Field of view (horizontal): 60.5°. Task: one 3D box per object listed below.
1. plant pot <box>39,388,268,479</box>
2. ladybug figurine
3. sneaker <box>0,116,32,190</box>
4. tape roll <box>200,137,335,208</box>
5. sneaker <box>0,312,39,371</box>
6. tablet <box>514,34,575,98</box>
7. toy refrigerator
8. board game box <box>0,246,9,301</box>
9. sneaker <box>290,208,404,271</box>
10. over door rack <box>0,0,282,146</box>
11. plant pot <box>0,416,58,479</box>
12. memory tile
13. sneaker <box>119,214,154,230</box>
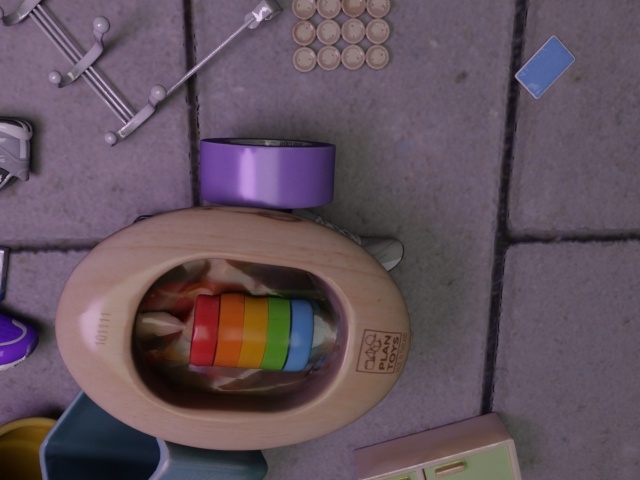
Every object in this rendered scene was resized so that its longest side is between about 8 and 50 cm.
[{"bbox_3d":[-0.233,0.335,0.840,0.252,0.247,0.247,29,102,-44],"label":"plant pot"},{"bbox_3d":[-0.095,0.108,0.722,0.450,0.162,0.305,11,92,-16],"label":"ladybug figurine"},{"bbox_3d":[-0.540,-0.116,0.797,0.229,0.086,0.132,2,106,-5],"label":"sneaker"},{"bbox_3d":[-0.073,-0.099,0.772,0.189,0.189,0.080,2,104,-4],"label":"tape roll"},{"bbox_3d":[-0.580,0.108,0.820,0.294,0.102,0.146,13,121,-7],"label":"sneaker"},{"bbox_3d":[0.347,-0.268,0.849,0.054,0.006,0.083,41,99,-12],"label":"tablet"},{"bbox_3d":[0.204,0.402,0.962,0.270,0.094,0.102,-15,105,1],"label":"toy refrigerator"},{"bbox_3d":[-0.547,0.047,0.868,0.090,0.020,0.090,13,104,-6],"label":"board game box"},{"bbox_3d":[0.000,0.000,0.852,0.263,0.099,0.121,-4,100,-4],"label":"sneaker"},{"bbox_3d":[-0.253,-0.318,0.751,0.324,0.108,0.239,-38,104,6],"label":"over door rack"},{"bbox_3d":[-0.512,0.443,0.868,0.239,0.254,0.254,-30,104,21],"label":"plant pot"},{"bbox_3d":[0.030,-0.311,0.817,0.148,0.012,0.113,-2,104,-2],"label":"memory tile"},{"bbox_3d":[-0.249,0.070,0.849,0.164,0.086,0.226,2,94,-15],"label":"sneaker"}]
